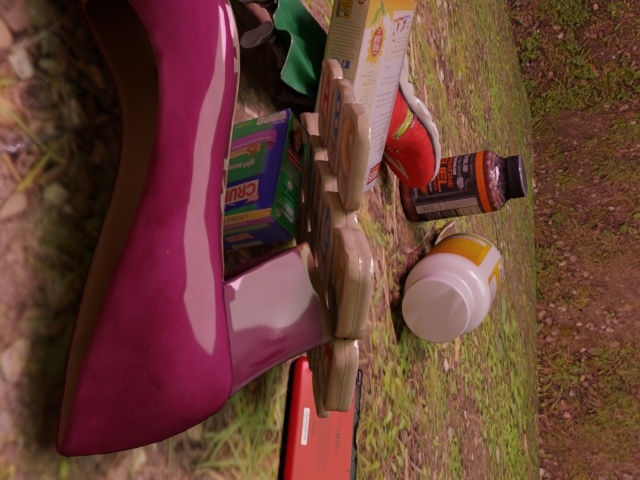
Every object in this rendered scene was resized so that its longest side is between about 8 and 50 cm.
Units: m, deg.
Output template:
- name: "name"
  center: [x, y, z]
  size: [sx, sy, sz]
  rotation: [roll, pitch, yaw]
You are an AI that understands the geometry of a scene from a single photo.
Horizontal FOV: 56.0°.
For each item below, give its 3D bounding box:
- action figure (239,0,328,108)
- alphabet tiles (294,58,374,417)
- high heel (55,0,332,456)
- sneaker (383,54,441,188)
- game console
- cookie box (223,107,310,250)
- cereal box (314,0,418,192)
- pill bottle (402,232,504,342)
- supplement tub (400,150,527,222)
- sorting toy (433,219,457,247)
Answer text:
- name: "action figure"
  center: [-0.019, -0.198, 0.671]
  size: [0.232, 0.064, 0.137]
  rotation: [24, 60, -68]
- name: "alphabet tiles"
  center: [0.000, 0.000, 0.524]
  size: [0.284, 0.021, 0.277]
  rotation: [-103, -163, -57]
- name: "high heel"
  center: [-0.134, -0.066, 0.377]
  size: [0.181, 0.127, 0.377]
  rotation: [-22, 86, -28]
- name: "sneaker"
  center: [0.084, -0.170, 0.867]
  size: [0.118, 0.107, 0.279]
  rotation: [-56, 132, -28]
- name: "game console"
  center: [0.000, 0.211, 0.652]
  size: [0.124, 0.085, 0.143]
  rotation: [19, 61, -27]
- name: "cookie box"
  center: [-0.062, -0.049, 0.509]
  size: [0.040, 0.092, 0.107]
  rotation: [44, 45, -49]
- name: "cereal box"
  center: [0.045, -0.163, 0.701]
  size: [0.173, 0.047, 0.240]
  rotation: [-36, 141, -62]
- name: "pill bottle"
  center: [0.216, 0.077, 0.988]
  size: [0.246, 0.137, 0.136]
  rotation: [-29, 109, -62]
- name: "supplement tub"
  center: [0.244, -0.094, 1.022]
  size: [0.106, 0.198, 0.106]
  rotation: [31, 55, -58]
- name: "sorting toy"
  center: [0.240, 0.012, 1.169]
  size: [0.075, 0.045, 0.083]
  rotation: [-39, 119, -52]
